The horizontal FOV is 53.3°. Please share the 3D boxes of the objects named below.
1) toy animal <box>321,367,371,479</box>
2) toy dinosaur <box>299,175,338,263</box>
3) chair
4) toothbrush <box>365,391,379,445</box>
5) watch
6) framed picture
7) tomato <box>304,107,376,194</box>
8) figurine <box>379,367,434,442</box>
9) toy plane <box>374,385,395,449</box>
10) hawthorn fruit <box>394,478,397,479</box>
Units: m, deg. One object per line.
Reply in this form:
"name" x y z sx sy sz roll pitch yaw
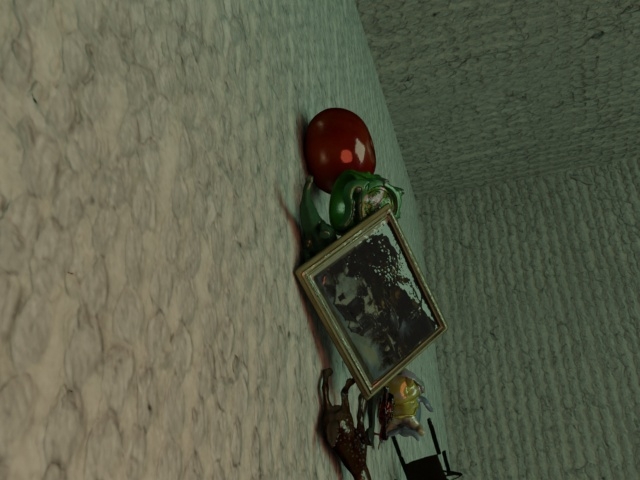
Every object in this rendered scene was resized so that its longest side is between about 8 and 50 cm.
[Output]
"toy animal" 0.053 0.380 1.121 0.243 0.087 0.260 52 25 -36
"toy dinosaur" 0.002 0.015 1.162 0.292 0.079 0.120 63 16 -56
"chair" 0.269 0.588 1.636 0.213 0.174 0.149 -98 167 -62
"toothbrush" 0.116 0.378 1.450 0.297 0.030 0.030 -58 132 -72
"watch" 0.071 -0.053 1.236 0.152 0.131 0.165 7 -89 62
"framed picture" 0.108 0.113 1.168 0.019 0.232 0.296 7 -50 60
"tomato" 0.044 -0.190 1.355 0.195 0.136 0.195 -11 90 -76
"figurine" 0.209 0.416 1.604 0.208 0.128 0.184 -72 147 -54
"toy plane" 0.147 0.410 1.473 0.060 0.037 0.145 63 38 -75
"hawthorn fruit" 0.161 0.562 1.205 0.251 0.199 0.199 -103 174 -53
